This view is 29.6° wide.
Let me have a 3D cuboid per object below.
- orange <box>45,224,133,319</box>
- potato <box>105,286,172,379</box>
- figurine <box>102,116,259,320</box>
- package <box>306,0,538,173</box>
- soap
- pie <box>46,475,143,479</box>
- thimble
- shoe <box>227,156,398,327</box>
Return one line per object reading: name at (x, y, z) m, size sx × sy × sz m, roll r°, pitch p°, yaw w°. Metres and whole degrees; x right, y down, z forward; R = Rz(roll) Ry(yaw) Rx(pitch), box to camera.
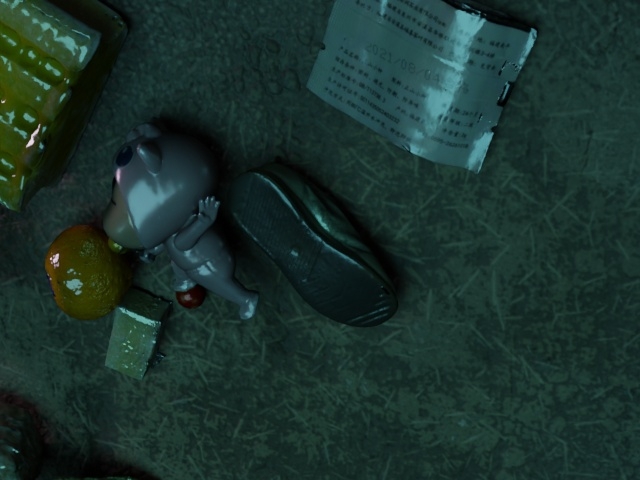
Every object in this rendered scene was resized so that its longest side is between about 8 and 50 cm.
orange at (-0.324, 0.043, 1.697) m, size 0.135 × 0.117 × 0.136 m, roll 48°, pitch 150°, yaw 39°
potato at (-0.265, 0.138, 1.757) m, size 0.086 × 0.061 × 0.122 m, roll 21°, pitch 118°, yaw 5°
figurine at (-0.198, -0.014, 1.616) m, size 0.186 × 0.176 × 0.287 m, roll -24°, pitch 118°, yaw 3°
package at (0.116, -0.218, 1.486) m, size 0.251 × 0.062 × 0.204 m, roll 26°, pitch 116°, yaw 10°
soap at (-0.461, -0.245, 1.603) m, size 0.335 × 0.156 × 0.293 m, roll 31°, pitch 114°, yaw 3°
pie at (-0.345, 0.456, 1.855) m, size 0.248 × 0.090 × 0.201 m, roll 5°, pitch 115°, yaw -26°
thimble at (-0.547, 0.360, 1.867) m, size 0.229 × 0.148 × 0.196 m, roll -9°, pitch 122°, yaw 7°
shoe at (0.000, 0.000, 1.595) m, size 0.103 × 0.098 × 0.275 m, roll -36°, pitch 100°, yaw 34°
